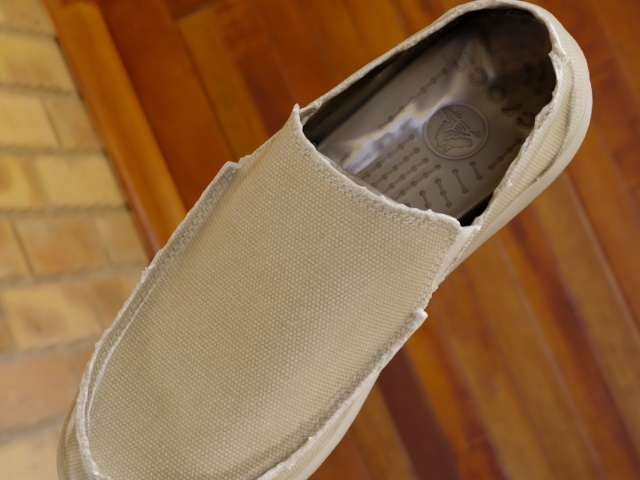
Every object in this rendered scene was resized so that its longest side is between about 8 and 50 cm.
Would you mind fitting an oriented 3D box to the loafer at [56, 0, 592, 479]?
[{"bbox_3d":[0.000,0.000,0.649,0.268,0.102,0.092,-49,-16,-14],"label":"loafer"}]
